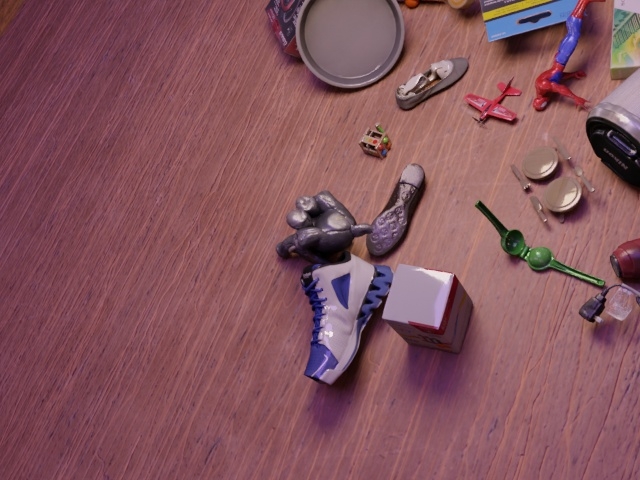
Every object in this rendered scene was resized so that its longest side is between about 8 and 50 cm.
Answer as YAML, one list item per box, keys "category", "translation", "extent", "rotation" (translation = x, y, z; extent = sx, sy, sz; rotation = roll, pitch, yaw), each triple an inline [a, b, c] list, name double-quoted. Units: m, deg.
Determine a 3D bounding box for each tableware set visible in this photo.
- category: "tableware set"
  translation: [0.525, -0.135, 1.629]
  extent: [0.128, 0.039, 0.194]
  rotation: [-35, 47, 19]

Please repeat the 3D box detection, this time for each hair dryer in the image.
- category: "hair dryer"
  translation: [0.672, 0.093, 1.427]
  extent: [0.224, 0.080, 0.293]
  rotation: [32, 85, 19]

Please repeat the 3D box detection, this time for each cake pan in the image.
- category: "cake pan"
  translation: [0.080, -0.564, 1.961]
  extent: [0.293, 0.293, 0.054]
  rotation: [-27, 16, 10]

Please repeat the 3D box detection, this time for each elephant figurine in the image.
- category: "elephant figurine"
  translation: [0.000, 0.000, 1.739]
  extent: [0.169, 0.239, 0.186]
  rotation: [-25, 63, -16]

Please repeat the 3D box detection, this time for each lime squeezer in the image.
- category: "lime squeezer"
  translation: [0.456, 0.013, 1.547]
  extent: [0.310, 0.110, 0.059]
  rotation: [34, 61, 5]

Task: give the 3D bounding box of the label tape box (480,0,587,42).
- category: "label tape box"
  translation: [0.534, -0.630, 1.856]
  extent: [0.241, 0.106, 0.333]
  rotation: [-12, 60, 19]

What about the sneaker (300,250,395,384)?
- category: "sneaker"
  translation: [0.016, 0.151, 1.610]
  extent: [0.182, 0.127, 0.315]
  rotation: [33, 70, -9]

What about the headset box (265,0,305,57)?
- category: "headset box"
  translation: [-0.037, -0.685, 2.098]
  extent: [0.293, 0.110, 0.218]
  rotation: [-50, 46, 33]

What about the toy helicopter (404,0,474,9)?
- category: "toy helicopter"
  translation: [0.298, -0.723, 1.985]
  extent: [0.355, 0.140, 0.235]
  rotation: [54, 134, 36]

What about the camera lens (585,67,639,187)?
- category: "camera lens"
  translation: [0.711, -0.257, 1.494]
  extent: [0.274, 0.219, 0.219]
  rotation: [-41, 54, -1]

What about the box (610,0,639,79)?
- category: "box"
  translation: [0.839, -0.491, 1.654]
  extent: [0.322, 0.058, 0.232]
  rotation: [0, 68, 27]

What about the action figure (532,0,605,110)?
- category: "action figure"
  translation: [0.603, -0.421, 1.694]
  extent: [0.139, 0.091, 0.280]
  rotation: [26, 112, 0]

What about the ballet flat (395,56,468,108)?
- category: "ballet flat"
  translation: [0.288, -0.420, 1.881]
  extent: [0.213, 0.068, 0.072]
  rotation: [-34, 54, 5]

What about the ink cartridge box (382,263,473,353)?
- category: "ink cartridge box"
  translation: [0.231, 0.147, 1.528]
  extent: [0.128, 0.176, 0.127]
  rotation: [8, 69, 30]

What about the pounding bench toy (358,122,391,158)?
- category: "pounding bench toy"
  translation: [0.152, -0.262, 1.868]
  extent: [0.065, 0.052, 0.083]
  rotation: [23, 75, 33]

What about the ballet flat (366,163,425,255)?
- category: "ballet flat"
  translation: [0.185, -0.071, 1.752]
  extent: [0.084, 0.058, 0.249]
  rotation: [24, 80, 11]

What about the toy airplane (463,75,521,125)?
- category: "toy airplane"
  translation: [0.434, -0.346, 1.794]
  extent: [0.151, 0.028, 0.151]
  rotation: [-11, 60, 19]
